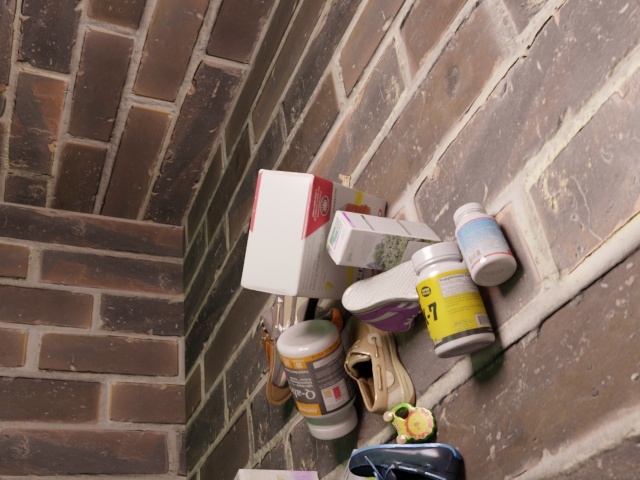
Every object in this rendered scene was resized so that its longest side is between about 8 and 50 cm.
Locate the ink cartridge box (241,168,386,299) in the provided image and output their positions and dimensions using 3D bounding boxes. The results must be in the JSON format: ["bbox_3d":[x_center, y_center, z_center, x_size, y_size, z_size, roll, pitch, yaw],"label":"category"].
[{"bbox_3d":[0.000,0.000,1.745,0.161,0.385,0.279,6,87,31],"label":"ink cartridge box"}]

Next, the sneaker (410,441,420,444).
[{"bbox_3d":[0.181,0.526,1.528,0.070,0.084,0.185,172,104,-67],"label":"sneaker"}]

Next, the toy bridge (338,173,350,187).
[{"bbox_3d":[0.058,-0.101,2.111,0.063,0.026,0.188,-144,65,-64],"label":"toy bridge"}]

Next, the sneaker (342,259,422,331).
[{"bbox_3d":[0.208,0.130,1.593,0.282,0.161,0.102,-15,48,32],"label":"sneaker"}]

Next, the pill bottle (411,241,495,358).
[{"bbox_3d":[0.255,0.116,1.401,0.119,0.119,0.208,-47,52,54],"label":"pill bottle"}]

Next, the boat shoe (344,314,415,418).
[{"bbox_3d":[0.119,0.285,1.723,0.341,0.110,0.121,-118,42,-55],"label":"boat shoe"}]

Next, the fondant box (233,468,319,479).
[{"bbox_3d":[-0.161,0.793,2.051,0.096,0.239,0.330,-106,33,-47],"label":"fondant box"}]

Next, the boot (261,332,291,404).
[{"bbox_3d":[-0.147,0.386,2.321,0.220,0.109,0.283,166,113,-64],"label":"boot"}]

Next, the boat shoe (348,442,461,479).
[{"bbox_3d":[0.160,0.471,1.461,0.258,0.109,0.089,-22,46,39],"label":"boat shoe"}]

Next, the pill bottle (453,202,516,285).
[{"bbox_3d":[0.314,0.004,1.386,0.160,0.087,0.087,-103,31,-41],"label":"pill bottle"}]

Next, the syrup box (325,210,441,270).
[{"bbox_3d":[0.141,0.006,1.603,0.096,0.237,0.093,-121,44,-56],"label":"syrup box"}]

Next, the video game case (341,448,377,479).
[{"bbox_3d":[0.078,0.683,1.689,0.244,0.061,0.269,-97,23,-64],"label":"video game case"}]

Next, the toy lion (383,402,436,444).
[{"bbox_3d":[0.199,0.394,1.546,0.096,0.034,0.100,-40,48,7],"label":"toy lion"}]

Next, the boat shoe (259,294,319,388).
[{"bbox_3d":[-0.090,0.221,1.941,0.132,0.130,0.355,40,-118,-69],"label":"boat shoe"}]

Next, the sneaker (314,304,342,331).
[{"bbox_3d":[-0.014,0.227,2.088,0.262,0.099,0.121,138,140,-55],"label":"sneaker"}]

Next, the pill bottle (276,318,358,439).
[{"bbox_3d":[0.000,0.354,1.808,0.162,0.162,0.278,-147,39,-65],"label":"pill bottle"}]
